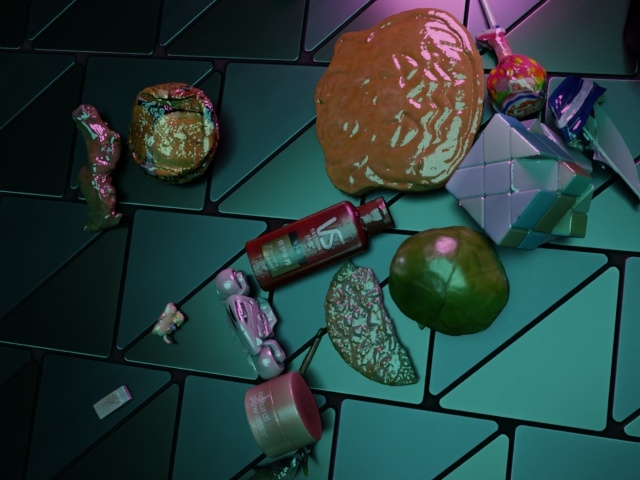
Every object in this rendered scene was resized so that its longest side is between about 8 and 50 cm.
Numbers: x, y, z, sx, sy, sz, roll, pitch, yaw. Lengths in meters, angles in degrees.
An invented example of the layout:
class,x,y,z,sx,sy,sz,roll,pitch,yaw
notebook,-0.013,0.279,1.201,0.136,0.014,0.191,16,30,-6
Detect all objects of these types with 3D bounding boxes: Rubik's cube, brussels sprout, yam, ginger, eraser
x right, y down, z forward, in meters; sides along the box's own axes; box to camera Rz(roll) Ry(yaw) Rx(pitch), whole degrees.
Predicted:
class,x,y,z,sx,sy,sz,roll,pitch,yaw
Rubik's cube,0.384,-0.105,1.345,0.224,0.212,0.265,-57,47,29
brussels sprout,0.241,0.080,1.347,0.243,0.244,0.244,-1,84,12
yam,-0.019,0.233,1.501,0.014,0.014,0.107,26,91,14
ginger,-0.509,-0.167,1.627,0.122,0.084,0.290,-9,86,33
eraser,-0.463,0.361,1.582,0.083,0.019,0.038,-35,77,7

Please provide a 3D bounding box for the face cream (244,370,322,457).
class,x,y,z,sx,sy,sz,roll,pitch,yaw
face cream,-0.074,0.351,1.431,0.104,0.149,0.149,-24,80,10

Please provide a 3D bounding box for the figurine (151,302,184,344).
class,x,y,z,sx,sy,sz,roll,pitch,yaw
figurine,-0.332,0.184,1.564,0.050,0.047,0.083,29,84,-1

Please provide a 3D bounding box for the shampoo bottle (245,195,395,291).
class,x,y,z,sx,sy,sz,roll,pitch,yaw
shampoo bottle,-0.001,0.000,1.489,0.314,0.076,0.118,-22,75,9

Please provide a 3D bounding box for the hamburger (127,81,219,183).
class,x,y,z,sx,sy,sz,roll,pitch,yaw
hamburger,-0.320,-0.236,1.571,0.230,0.107,0.231,0,87,9

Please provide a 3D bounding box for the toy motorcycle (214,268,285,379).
class,x,y,z,sx,sy,sz,roll,pitch,yaw
toy motorcycle,-0.153,0.173,1.489,0.112,0.112,0.254,-30,78,8

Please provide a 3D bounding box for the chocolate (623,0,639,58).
class,x,y,z,sx,sy,sz,roll,pitch,yaw
chocolate,0.718,-0.450,1.307,0.186,0.283,0.284,11,86,-8

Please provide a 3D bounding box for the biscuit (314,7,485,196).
class,x,y,z,sx,sy,sz,roll,pitch,yaw
biscuit,0.157,-0.286,1.463,0.364,0.062,0.386,-6,79,22

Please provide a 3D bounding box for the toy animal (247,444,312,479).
class,x,y,z,sx,sy,sz,roll,pitch,yaw
toy animal,-0.087,0.483,1.465,0.202,0.070,0.105,-44,58,9

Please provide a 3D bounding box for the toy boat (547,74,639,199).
class,x,y,z,sx,sy,sz,roll,pitch,yaw
toy boat,0.533,-0.188,1.347,0.070,0.210,0.292,-38,74,50

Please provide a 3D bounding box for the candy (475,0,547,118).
class,x,y,z,sx,sy,sz,roll,pitch,yaw
candy,0.364,-0.418,1.452,0.124,0.124,0.366,-18,72,10

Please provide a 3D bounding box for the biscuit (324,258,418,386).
class,x,y,z,sx,sy,sz,roll,pitch,yaw
biscuit,0.085,0.183,1.471,0.141,0.038,0.290,-25,78,9
